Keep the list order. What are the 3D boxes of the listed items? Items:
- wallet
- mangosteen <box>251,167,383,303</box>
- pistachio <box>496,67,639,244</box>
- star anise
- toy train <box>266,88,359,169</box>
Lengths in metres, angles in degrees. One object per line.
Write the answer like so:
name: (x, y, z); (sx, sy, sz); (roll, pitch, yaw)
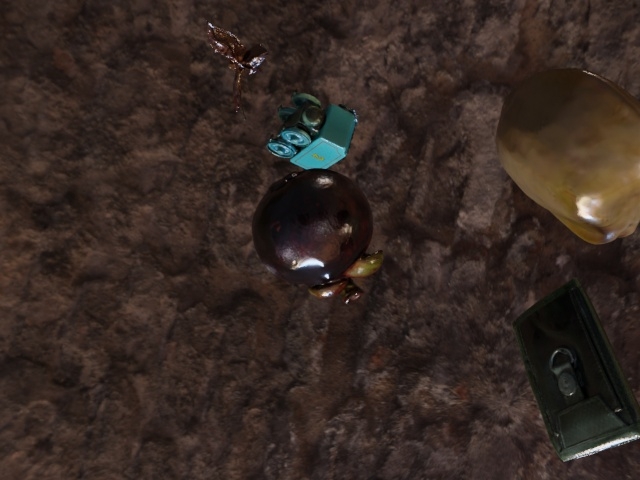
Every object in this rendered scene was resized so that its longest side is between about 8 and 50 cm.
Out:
wallet: (0.376, 0.193, 0.790); (0.055, 0.160, 0.236); (3, -125, -21)
mangosteen: (0.000, 0.000, 0.949); (0.228, 0.228, 0.265); (-30, -78, 9)
pistachio: (0.318, -0.126, 0.674); (0.163, 0.212, 0.260); (-20, -139, -14)
star anise: (-0.187, -0.359, 1.119); (0.140, 0.158, 0.144); (30, -94, 8)
toy train: (-0.020, -0.236, 1.165); (0.163, 0.203, 0.112); (23, -105, -20)
